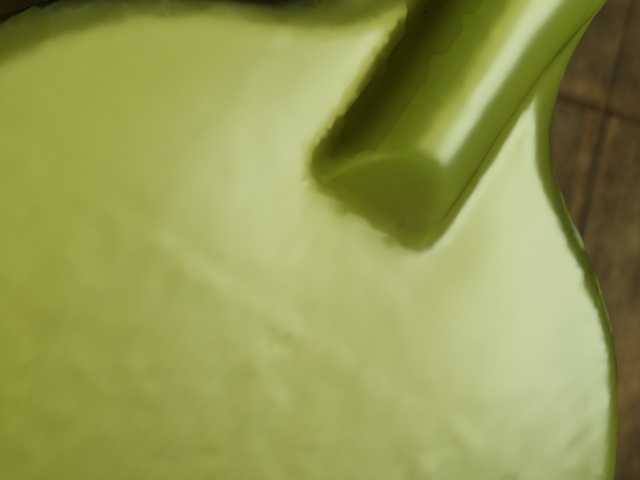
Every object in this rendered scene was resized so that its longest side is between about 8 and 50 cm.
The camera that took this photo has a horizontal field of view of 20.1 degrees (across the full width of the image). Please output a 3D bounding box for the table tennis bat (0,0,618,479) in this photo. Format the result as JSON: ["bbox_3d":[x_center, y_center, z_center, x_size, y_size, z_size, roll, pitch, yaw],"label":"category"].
[{"bbox_3d":[0.000,0.000,0.431,0.224,0.054,0.369,33,90,-21],"label":"table tennis bat"}]
